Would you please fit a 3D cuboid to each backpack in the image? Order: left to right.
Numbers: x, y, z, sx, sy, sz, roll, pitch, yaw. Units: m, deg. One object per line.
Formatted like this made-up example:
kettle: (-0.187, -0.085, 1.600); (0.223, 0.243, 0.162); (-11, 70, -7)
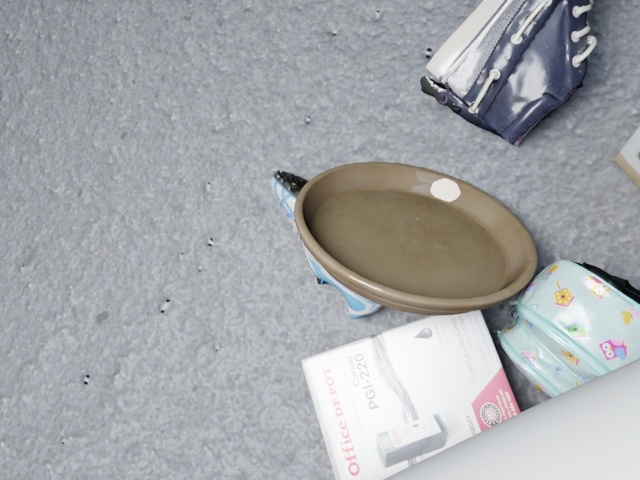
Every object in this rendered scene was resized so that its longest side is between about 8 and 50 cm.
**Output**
backpack: (0.277, 0.103, 0.600); (0.144, 0.188, 0.166); (-46, 73, -1)

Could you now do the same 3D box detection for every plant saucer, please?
plant saucer: (0.106, -0.008, 0.662); (0.277, 0.041, 0.278); (6, 36, -4)

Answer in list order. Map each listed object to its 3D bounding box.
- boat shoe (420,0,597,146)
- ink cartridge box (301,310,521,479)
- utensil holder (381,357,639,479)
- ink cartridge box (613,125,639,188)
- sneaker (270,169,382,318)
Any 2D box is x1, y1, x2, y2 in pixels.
boat shoe: (0.290, -0.272, 0.696); (0.158, 0.127, 0.341); (46, 114, 13)
ink cartridge box: (0.105, 0.181, 0.671); (0.217, 0.092, 0.159); (-21, 73, 9)
utensil holder: (0.193, 0.295, 0.435); (0.385, 0.327, 0.328); (-40, 70, 27)
ink cartridge box: (0.426, -0.077, 0.585); (0.088, 0.235, 0.193); (-34, 72, 2)
sneaker: (0.000, 0.000, 0.745); (0.086, 0.085, 0.237); (-51, 63, 26)
